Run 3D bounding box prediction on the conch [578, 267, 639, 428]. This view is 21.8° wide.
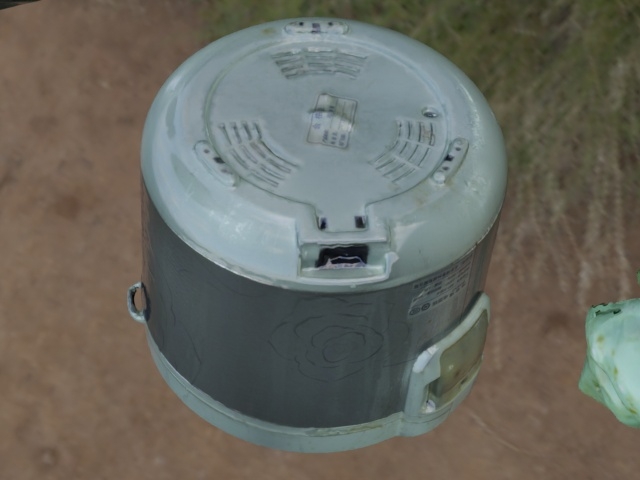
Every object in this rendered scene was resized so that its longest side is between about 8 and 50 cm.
[{"bbox_3d":[0.195,0.035,0.736,0.170,0.079,0.106,-16,32,20],"label":"conch"}]

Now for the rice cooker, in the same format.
[{"bbox_3d":[0.001,0.001,1.277,0.288,0.277,0.288,2,47,-2],"label":"rice cooker"}]

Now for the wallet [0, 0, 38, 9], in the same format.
[{"bbox_3d":[-0.305,-0.172,1.010,0.168,0.245,0.052,27,113,43],"label":"wallet"}]
